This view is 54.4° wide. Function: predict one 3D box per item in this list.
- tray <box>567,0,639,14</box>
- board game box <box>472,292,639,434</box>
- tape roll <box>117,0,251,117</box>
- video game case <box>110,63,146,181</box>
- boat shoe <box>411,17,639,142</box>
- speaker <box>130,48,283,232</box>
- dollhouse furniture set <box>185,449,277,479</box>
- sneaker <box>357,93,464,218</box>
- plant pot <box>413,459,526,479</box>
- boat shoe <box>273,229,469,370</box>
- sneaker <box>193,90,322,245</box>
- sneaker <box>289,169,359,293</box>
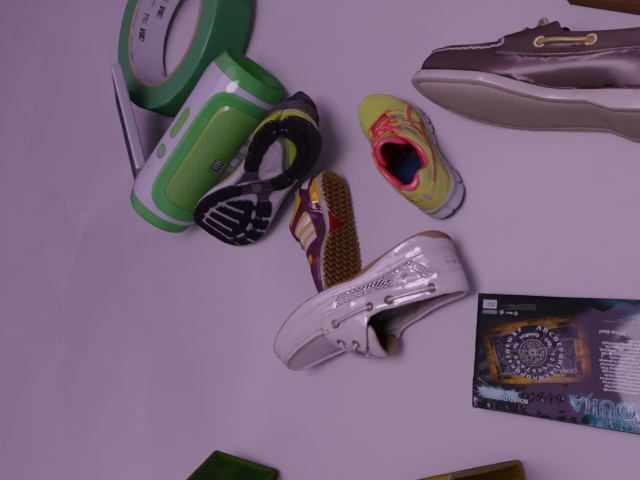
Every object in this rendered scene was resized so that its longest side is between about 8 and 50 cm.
[{"bbox_3d":[0.435,-0.287,0.537,0.411,0.076,0.202,32,100,42],"label":"tray"},{"bbox_3d":[0.245,0.119,0.628,0.186,0.026,0.126,-1,79,41],"label":"board game box"},{"bbox_3d":[-0.261,-0.392,1.153,0.321,0.077,0.321,-7,80,43],"label":"tape roll"},{"bbox_3d":[-0.349,-0.198,1.138,0.173,0.022,0.190,148,107,-72],"label":"video game case"},{"bbox_3d":[0.249,-0.173,0.645,0.324,0.117,0.096,17,86,39],"label":"boat shoe"},{"bbox_3d":[-0.188,-0.155,1.010,0.296,0.131,0.131,-51,51,20],"label":"speaker"},{"bbox_3d":[-0.045,0.423,0.776,0.302,0.151,0.197,13,94,14],"label":"dollhouse furniture set"},{"bbox_3d":[0.096,-0.121,0.775,0.081,0.094,0.208,-49,51,23],"label":"sneaker"},{"bbox_3d":[0.086,0.326,0.572,0.187,0.212,0.212,-17,68,29],"label":"plant pot"},{"bbox_3d":[0.054,0.099,0.752,0.277,0.098,0.096,-39,56,26],"label":"boat shoe"},{"bbox_3d":[-0.088,-0.100,0.937,0.300,0.111,0.121,-41,20,37],"label":"sneaker"},{"bbox_3d":[0.000,0.000,0.854,0.084,0.070,0.185,-25,57,43],"label":"sneaker"}]
